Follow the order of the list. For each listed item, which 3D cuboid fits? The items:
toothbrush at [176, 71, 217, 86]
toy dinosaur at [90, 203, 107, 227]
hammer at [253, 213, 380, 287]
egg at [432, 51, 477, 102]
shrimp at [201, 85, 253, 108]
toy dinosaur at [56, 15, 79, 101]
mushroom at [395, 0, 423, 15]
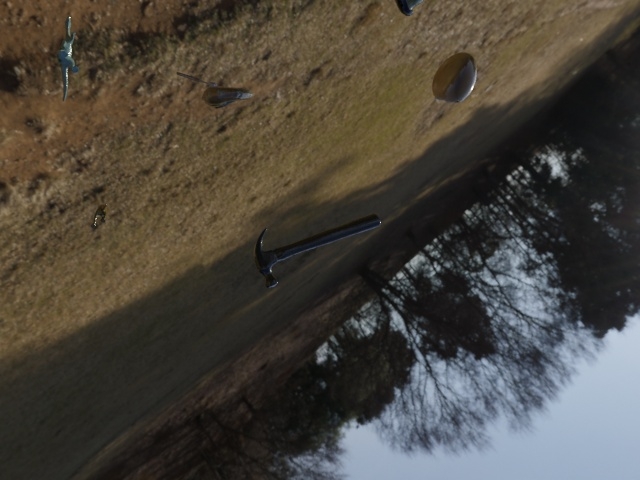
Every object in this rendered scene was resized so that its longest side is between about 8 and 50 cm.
[{"bbox_3d":[-0.224,-0.291,0.827,0.008,0.096,0.006,-39,144,-46],"label":"toothbrush"},{"bbox_3d":[-0.807,-0.121,1.699,0.039,0.126,0.162,20,129,-32],"label":"toy dinosaur"},{"bbox_3d":[0.000,0.000,1.422,0.439,0.169,0.044,-19,171,-25],"label":"hammer"},{"bbox_3d":[0.264,-0.318,0.898,0.080,0.080,0.097,-30,148,-46],"label":"egg"},{"bbox_3d":[-0.340,-0.515,1.647,0.168,0.077,0.317,-4,-166,-21],"label":"shrimp"},{"bbox_3d":[-0.652,-0.464,1.168,0.044,0.106,0.187,-10,144,-38],"label":"toy dinosaur"},{"bbox_3d":[0.330,-0.814,1.362,0.312,0.081,0.100,-51,135,3],"label":"mushroom"}]
